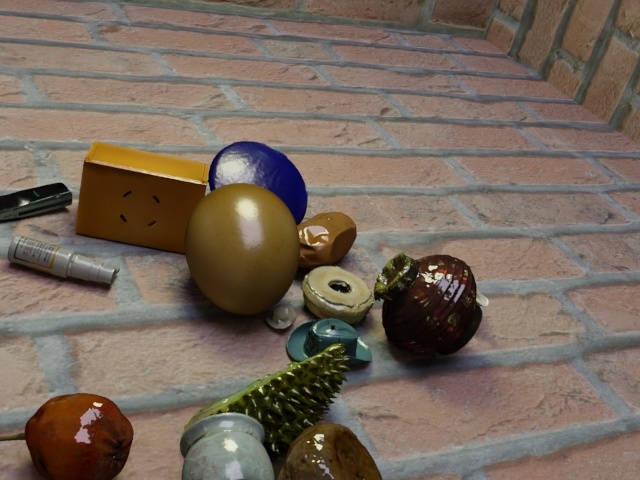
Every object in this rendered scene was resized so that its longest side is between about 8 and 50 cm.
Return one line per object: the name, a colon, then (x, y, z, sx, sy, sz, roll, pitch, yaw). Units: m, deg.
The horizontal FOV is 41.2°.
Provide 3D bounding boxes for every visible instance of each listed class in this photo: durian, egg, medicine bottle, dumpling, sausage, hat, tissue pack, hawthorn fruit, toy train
durian: (-0.071, 0.270, 1.540, 0.170, 0.157, 0.356, 18, 26, 38)
egg: (-0.167, 0.018, 1.840, 0.250, 0.250, 0.322, 6, 37, -18)
medicine bottle: (-0.150, 0.370, 1.362, 0.147, 0.147, 0.143, 5, 36, -18)
dumpling: (-0.084, 0.167, 1.849, 0.052, 0.057, 0.076, 35, 36, -53)
sausage: (0.000, -0.001, 2.074, 0.136, 0.120, 0.241, 15, 21, 25)
medicine bottle: (-0.543, 0.044, 1.812, 0.221, 0.061, 0.092, 16, 11, -2)
hat: (0.026, 0.207, 1.791, 0.191, 0.077, 0.138, -1, 33, -28)
tissue pack: (-0.412, -0.101, 1.984, 0.275, 0.194, 0.145, 12, 26, -9)
hawthorn fruit: (-0.444, 0.320, 1.359, 0.286, 0.165, 0.165, -4, 28, 12)
toy train: (-0.696, -0.077, 1.947, 0.252, 0.048, 0.055, -19, 49, -37)

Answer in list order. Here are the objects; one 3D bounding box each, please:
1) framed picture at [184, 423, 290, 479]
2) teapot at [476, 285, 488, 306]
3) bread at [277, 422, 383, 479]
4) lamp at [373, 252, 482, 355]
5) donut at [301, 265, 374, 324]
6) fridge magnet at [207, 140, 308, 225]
framed picture: (-0.096, 0.374, 1.518, 0.250, 0.016, 0.184, 34, 34, 27)
teapot: (0.307, 0.125, 2.052, 0.145, 0.092, 0.226, -10, 38, -42)
bread: (0.019, 0.405, 1.361, 0.230, 0.123, 0.230, 53, 18, -25)
lamp: (0.231, 0.133, 1.864, 0.247, 0.247, 0.247, 12, 30, -7)
donut: (0.036, 0.129, 1.939, 0.175, 0.068, 0.174, 15, 29, -8)
fridge magnet: (-0.154, -0.123, 2.086, 0.266, 0.113, 0.265, 16, 55, -24)
